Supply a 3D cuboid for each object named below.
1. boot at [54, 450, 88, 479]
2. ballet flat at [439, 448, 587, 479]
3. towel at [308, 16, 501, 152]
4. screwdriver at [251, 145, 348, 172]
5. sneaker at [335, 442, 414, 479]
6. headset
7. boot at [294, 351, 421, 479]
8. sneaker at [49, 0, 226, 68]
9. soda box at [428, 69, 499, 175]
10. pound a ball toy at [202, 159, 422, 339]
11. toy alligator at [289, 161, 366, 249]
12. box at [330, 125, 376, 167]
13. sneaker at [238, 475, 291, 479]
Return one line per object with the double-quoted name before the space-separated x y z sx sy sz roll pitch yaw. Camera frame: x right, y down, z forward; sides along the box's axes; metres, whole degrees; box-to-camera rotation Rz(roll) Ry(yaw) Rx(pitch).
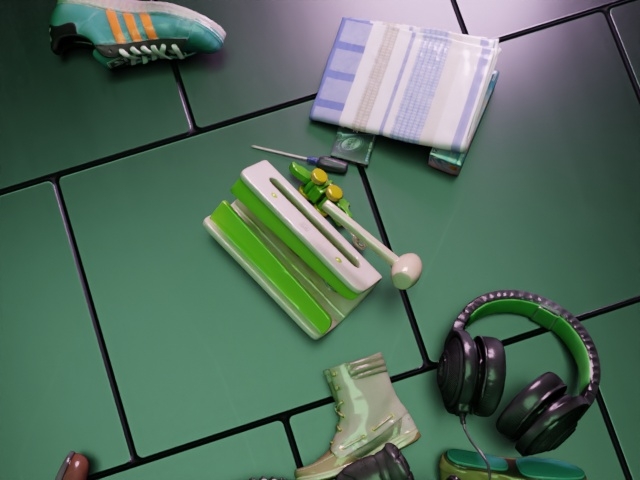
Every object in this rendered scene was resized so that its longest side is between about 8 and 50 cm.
"boot" -0.282 0.465 1.679 0.280 0.096 0.264 3 71 -4
"ballet flat" 0.302 0.380 1.720 0.232 0.080 0.073 8 107 3
"towel" 0.141 -0.265 1.816 0.285 0.034 0.209 14 77 19
"screwdriver" -0.036 -0.139 1.833 0.169 0.024 0.025 10 50 3
"sneaker" 0.110 0.457 1.667 0.130 0.109 0.286 -21 94 3
"headset" 0.276 0.255 1.681 0.243 0.185 0.394 29 51 10
"boot" 0.033 0.285 1.723 0.213 0.077 0.165 -23 81 -10
"sneaker" -0.312 -0.338 1.831 0.302 0.108 0.121 12 80 10
"soda box" 0.241 -0.205 1.826 0.058 0.063 0.183 21 79 7
"pound a ball toy" 0.000 0.000 1.731 0.319 0.136 0.208 44 117 7
"toy alligator" 0.023 -0.064 1.806 0.190 0.056 0.051 47 42 8
"box" 0.060 -0.172 1.841 0.067 0.018 0.083 16 79 2
"sneaker" -0.145 0.430 1.672 0.234 0.078 0.106 -6 71 -20
